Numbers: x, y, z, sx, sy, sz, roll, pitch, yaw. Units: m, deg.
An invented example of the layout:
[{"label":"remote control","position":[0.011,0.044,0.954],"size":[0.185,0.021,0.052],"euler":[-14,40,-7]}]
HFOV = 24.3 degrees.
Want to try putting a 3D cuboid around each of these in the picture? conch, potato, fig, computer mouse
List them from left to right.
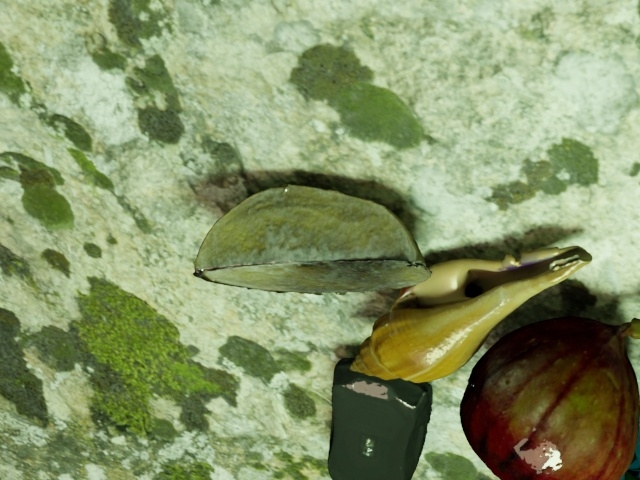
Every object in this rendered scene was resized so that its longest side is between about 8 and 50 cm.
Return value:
[{"label":"potato","position":[0.002,-0.002,1.604],"size":[0.261,0.100,0.120],"euler":[-2,165,18]},{"label":"computer mouse","position":[0.069,0.223,1.788],"size":[0.122,0.073,0.217],"euler":[14,130,11]},{"label":"conch","position":[0.156,0.079,1.588],"size":[0.330,0.109,0.093],"euler":[-26,139,30]},{"label":"fig","position":[0.261,0.145,1.548],"size":[0.186,0.204,0.249],"euler":[28,109,-2]}]

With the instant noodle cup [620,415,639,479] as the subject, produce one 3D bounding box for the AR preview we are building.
[{"label":"instant noodle cup","position":[0.395,0.309,1.629],"size":[0.240,0.178,0.240],"euler":[15,137,14]}]
